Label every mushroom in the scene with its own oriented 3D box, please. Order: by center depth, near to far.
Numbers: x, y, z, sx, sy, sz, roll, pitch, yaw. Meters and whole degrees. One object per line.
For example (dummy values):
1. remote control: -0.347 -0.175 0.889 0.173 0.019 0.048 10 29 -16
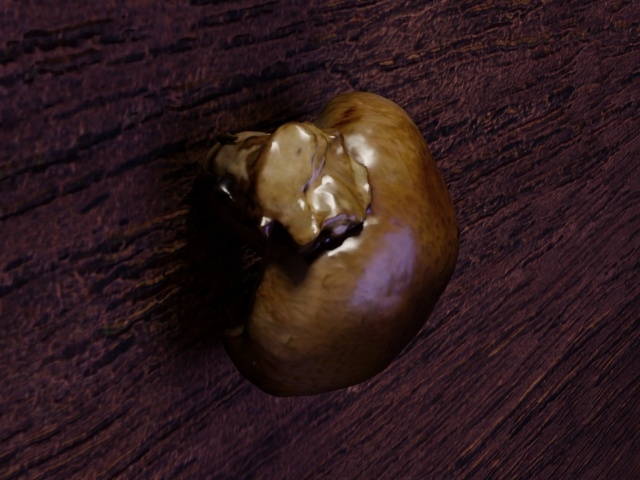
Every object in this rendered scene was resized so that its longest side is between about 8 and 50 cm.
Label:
1. mushroom: 0.008 0.002 1.134 0.263 0.195 0.283 -65 154 -6
